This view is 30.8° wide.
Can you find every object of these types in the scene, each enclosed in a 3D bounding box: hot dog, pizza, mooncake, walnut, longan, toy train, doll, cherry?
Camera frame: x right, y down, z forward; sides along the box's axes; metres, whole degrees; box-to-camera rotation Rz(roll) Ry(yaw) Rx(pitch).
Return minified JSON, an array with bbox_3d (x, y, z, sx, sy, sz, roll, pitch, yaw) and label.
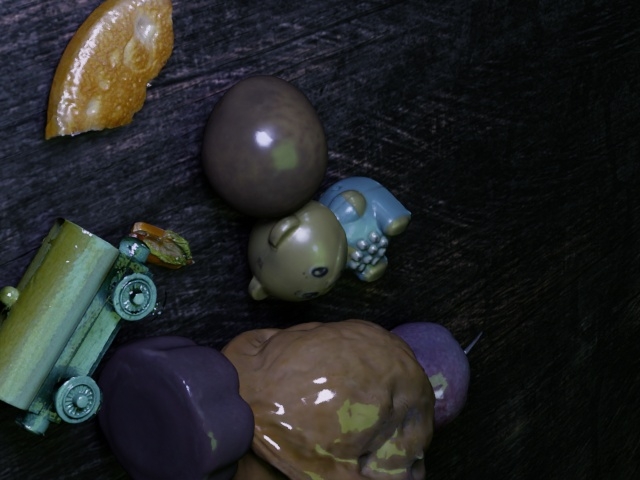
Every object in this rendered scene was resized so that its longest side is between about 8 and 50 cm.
[{"bbox_3d":[-0.234,0.010,1.716,0.133,0.041,0.056,28,85,-48],"label":"hot dog"},{"bbox_3d":[-0.278,-0.240,1.559,0.134,0.056,0.271,31,81,-46],"label":"pizza"},{"bbox_3d":[-0.212,0.256,1.691,0.133,0.245,0.245,-13,114,-47],"label":"mooncake"},{"bbox_3d":[-0.002,0.296,1.870,0.383,0.383,0.384,-20,120,-41],"label":"walnut"},{"bbox_3d":[-0.081,-0.136,1.715,0.198,0.198,0.212,-10,112,-44],"label":"longan"},{"bbox_3d":[-0.345,0.114,1.577,0.189,0.126,0.307,39,77,-47],"label":"toy train"},{"bbox_3d":[0.000,0.000,1.870,0.260,0.161,0.177,-25,151,-40],"label":"doll"},{"bbox_3d":[0.178,0.259,2.153,0.266,0.183,0.213,-7,103,-29],"label":"cherry"}]
